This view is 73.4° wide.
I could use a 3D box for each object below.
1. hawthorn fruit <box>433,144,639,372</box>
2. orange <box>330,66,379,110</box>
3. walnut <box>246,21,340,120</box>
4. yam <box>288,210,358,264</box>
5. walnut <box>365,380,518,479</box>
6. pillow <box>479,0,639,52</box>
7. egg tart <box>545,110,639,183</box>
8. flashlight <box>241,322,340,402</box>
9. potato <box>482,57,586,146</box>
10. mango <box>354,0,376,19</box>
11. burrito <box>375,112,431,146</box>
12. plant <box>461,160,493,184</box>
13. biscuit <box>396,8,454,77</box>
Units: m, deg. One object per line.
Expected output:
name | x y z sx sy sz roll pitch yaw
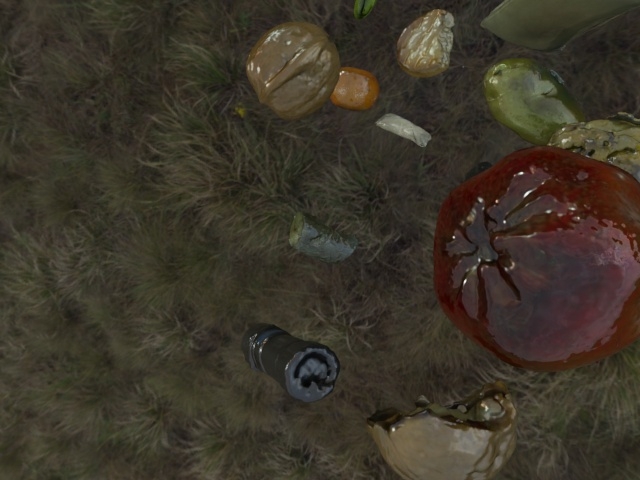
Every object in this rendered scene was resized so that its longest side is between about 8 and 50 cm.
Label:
hawthorn fruit | 0.290 0.021 0.517 0.300 0.254 0.254 4 119 -27
orange | 0.137 -0.628 1.798 0.224 0.224 0.170 19 106 11
walnut | -0.044 -0.298 0.752 0.166 0.149 0.166 -2 105 -6
yam | 0.000 0.000 1.585 0.254 0.154 0.154 23 123 -32
walnut | 0.193 0.314 0.673 0.238 0.204 0.141 -20 70 18
pillow | 0.277 -0.266 0.486 0.119 0.208 0.053 10 95 -6
egg tart | 0.559 -0.104 0.843 0.297 0.132 0.297 22 130 28
flashlight | -0.069 0.211 0.792 0.103 0.103 0.424 52 160 -6
potato | 0.479 -0.308 0.966 0.248 0.169 0.143 47 148 11
mango | 0.152 -0.812 1.415 0.165 0.074 0.091 109 143 -52
burrito | 0.331 -0.451 1.737 0.082 0.059 0.275 -44 49 -2
plant | 0.615 -0.195 1.614 0.142 0.256 0.164 30 125 -6
biscuit | 0.399 -0.744 1.642 0.213 0.091 0.274 8 79 32
